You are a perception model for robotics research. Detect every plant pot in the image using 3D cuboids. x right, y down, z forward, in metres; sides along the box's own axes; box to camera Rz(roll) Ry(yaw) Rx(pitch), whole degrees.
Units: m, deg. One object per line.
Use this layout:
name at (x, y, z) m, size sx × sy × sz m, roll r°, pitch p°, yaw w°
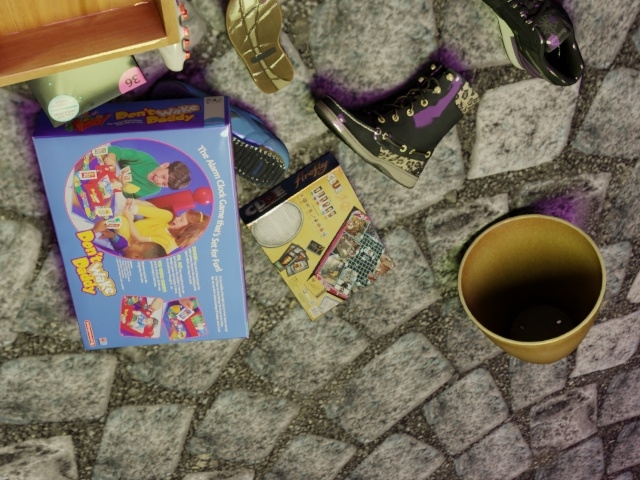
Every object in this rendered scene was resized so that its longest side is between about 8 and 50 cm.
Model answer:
plant pot at (0.377, 0.119, 1.564) m, size 0.237 × 0.237 × 0.254 m, roll -33°, pitch 147°, yaw -2°

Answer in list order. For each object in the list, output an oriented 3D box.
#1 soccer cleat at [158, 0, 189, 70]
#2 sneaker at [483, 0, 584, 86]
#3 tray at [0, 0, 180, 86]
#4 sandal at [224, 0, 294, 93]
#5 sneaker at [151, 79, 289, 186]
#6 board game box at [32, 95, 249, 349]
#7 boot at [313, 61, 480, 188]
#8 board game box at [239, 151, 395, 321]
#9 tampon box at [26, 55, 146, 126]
soccer cleat at (-0.200, -0.289, 1.047) m, size 0.076 × 0.068 × 0.196 m, roll -9°, pitch 128°, yaw -3°
sneaker at (0.294, -0.326, 1.232) m, size 0.107 × 0.124 × 0.283 m, roll -42°, pitch 132°, yaw 5°
tray at (-0.249, -0.314, 0.760) m, size 0.203 × 0.076 × 0.411 m, roll -16°, pitch 150°, yaw -11°
sandal at (-0.080, -0.261, 1.141) m, size 0.072 × 0.049 × 0.180 m, roll -25°, pitch 146°, yaw -2°
sneaker at (-0.131, -0.152, 1.189) m, size 0.209 × 0.082 × 0.069 m, roll 32°, pitch 124°, yaw -22°
board game box at (-0.222, -0.013, 1.182) m, size 0.233 × 0.078 × 0.347 m, roll -4°, pitch 127°, yaw -4°
boot at (0.112, -0.190, 1.268) m, size 0.178 × 0.085 × 0.236 m, roll -49°, pitch 137°, yaw 10°
board game box at (0.000, 0.000, 1.376) m, size 0.165 × 0.042 × 0.243 m, roll -33°, pitch 132°, yaw -2°
tampon box at (-0.292, -0.235, 1.006) m, size 0.120 × 0.101 × 0.161 m, roll -28°, pitch 132°, yaw -5°
